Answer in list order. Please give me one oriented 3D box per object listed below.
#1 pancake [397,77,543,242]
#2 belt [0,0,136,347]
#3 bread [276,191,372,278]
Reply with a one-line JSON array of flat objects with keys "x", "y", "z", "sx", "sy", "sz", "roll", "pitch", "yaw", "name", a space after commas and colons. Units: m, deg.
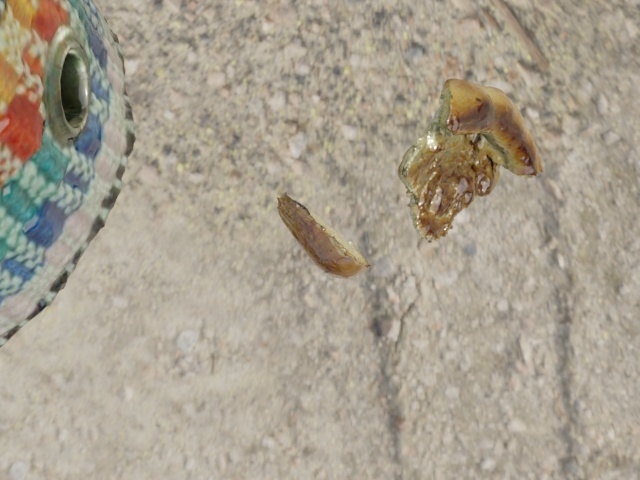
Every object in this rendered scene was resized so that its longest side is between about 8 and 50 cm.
[{"x": 0.194, "y": -0.118, "z": 1.295, "sx": 0.056, "sy": 0.257, "sz": 0.212, "roll": 25, "pitch": 137, "yaw": 36, "name": "pancake"}, {"x": -0.199, "y": -0.098, "z": 0.380, "sx": 0.207, "sy": 0.160, "sz": 0.295, "roll": -23, "pitch": 69, "yaw": 3, "name": "belt"}, {"x": 0.000, "y": 0.000, "z": 1.181, "sx": 0.126, "sy": 0.129, "sz": 0.044, "roll": 45, "pitch": 98, "yaw": 10, "name": "bread"}]
